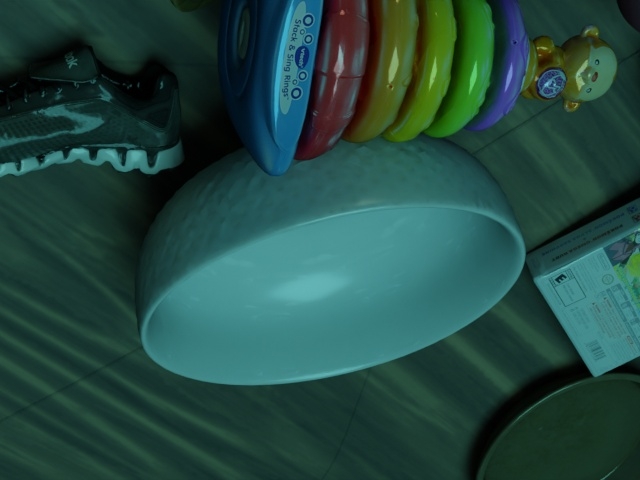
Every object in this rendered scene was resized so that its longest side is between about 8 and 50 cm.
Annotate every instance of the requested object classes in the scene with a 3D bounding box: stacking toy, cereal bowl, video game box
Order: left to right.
[{"bbox_3d":[0.000,0.000,0.962,0.339,0.141,0.339,-10,152,-5],"label":"cereal bowl"},{"bbox_3d":[0.087,-0.133,0.793,0.302,0.166,0.175,4,110,-19],"label":"stacking toy"},{"bbox_3d":[0.351,0.047,1.212,0.187,0.048,0.205,-26,131,14],"label":"video game box"}]

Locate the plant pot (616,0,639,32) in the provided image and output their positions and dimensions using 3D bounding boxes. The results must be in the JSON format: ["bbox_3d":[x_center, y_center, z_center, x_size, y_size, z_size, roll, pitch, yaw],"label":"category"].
[{"bbox_3d":[0.321,-0.269,0.904,0.201,0.201,0.180,-21,145,-6],"label":"plant pot"}]

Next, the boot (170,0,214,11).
[{"bbox_3d":[-0.111,-0.281,0.716,0.077,0.165,0.213,-28,152,-37],"label":"boot"}]

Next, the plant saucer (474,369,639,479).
[{"bbox_3d":[0.318,0.264,1.381,0.278,0.041,0.278,-11,128,-14],"label":"plant saucer"}]

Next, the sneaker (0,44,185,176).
[{"bbox_3d":[-0.217,-0.109,0.874,0.234,0.078,0.106,-2,122,-25],"label":"sneaker"}]
